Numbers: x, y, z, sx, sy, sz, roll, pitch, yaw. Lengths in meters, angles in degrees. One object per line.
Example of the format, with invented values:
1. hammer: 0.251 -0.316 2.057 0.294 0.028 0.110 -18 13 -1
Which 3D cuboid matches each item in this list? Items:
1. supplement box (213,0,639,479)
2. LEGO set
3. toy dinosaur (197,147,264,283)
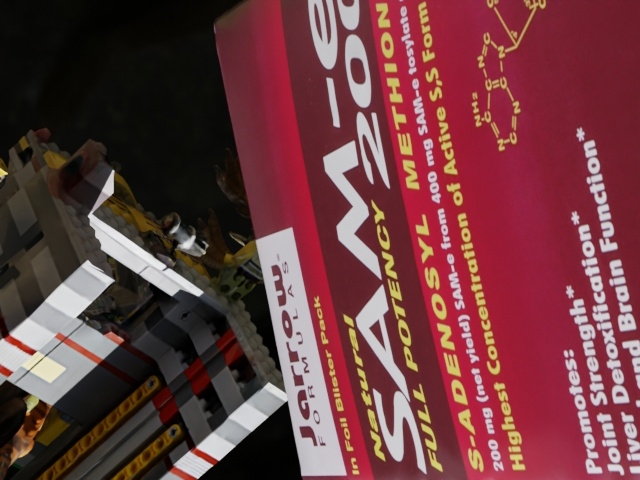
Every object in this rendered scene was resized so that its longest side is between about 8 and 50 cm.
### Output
1. supplement box: 0.059 -0.016 0.389 0.073 0.130 0.239 -10 177 -23
2. LEGO set: -0.076 0.044 0.676 0.192 0.255 0.331 -42 125 11
3. toy dinosaur: 0.000 0.000 0.914 0.112 0.064 0.211 5 123 26
